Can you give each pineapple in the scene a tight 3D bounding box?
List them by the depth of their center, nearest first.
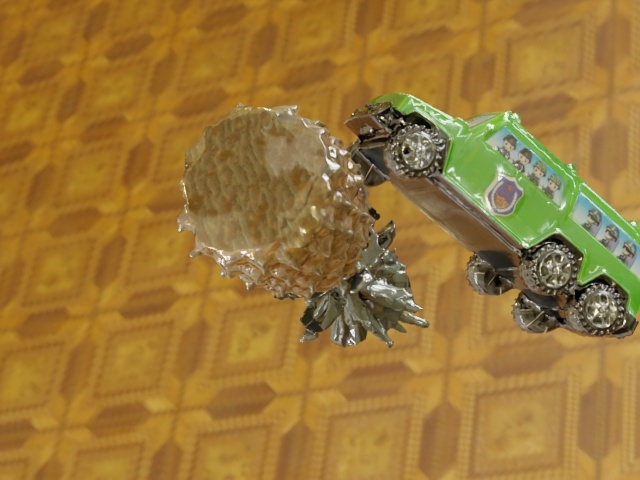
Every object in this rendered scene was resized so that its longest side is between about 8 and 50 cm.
[{"bbox_3d":[0.000,0.000,0.468,0.058,0.124,0.058,-6,72,18],"label":"pineapple"}]

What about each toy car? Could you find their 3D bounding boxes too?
[{"bbox_3d":[0.085,-0.017,0.684,0.062,0.165,0.071,-54,14,-13],"label":"toy car"}]
